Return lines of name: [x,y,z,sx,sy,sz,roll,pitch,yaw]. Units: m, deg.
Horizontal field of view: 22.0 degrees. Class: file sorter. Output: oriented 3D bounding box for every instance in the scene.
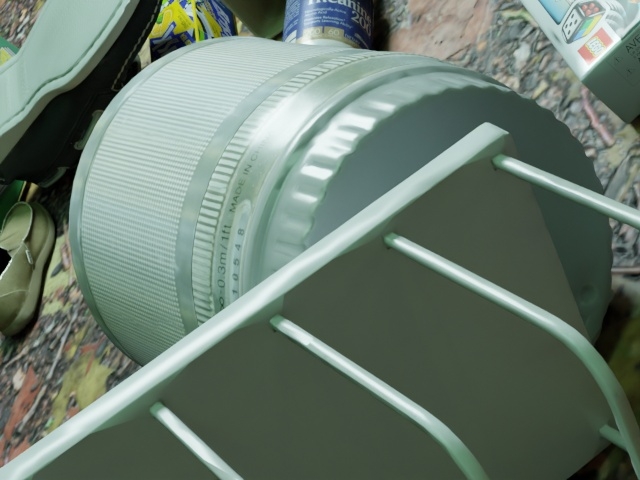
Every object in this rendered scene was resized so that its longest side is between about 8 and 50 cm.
file sorter: [0.045,0.121,0.699,0.277,0.193,0.173,-35,32,-15]

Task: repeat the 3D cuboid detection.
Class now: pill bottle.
pill bottle: [0.006,-0.159,1.219,0.067,0.067,0.120,-30,39,33]

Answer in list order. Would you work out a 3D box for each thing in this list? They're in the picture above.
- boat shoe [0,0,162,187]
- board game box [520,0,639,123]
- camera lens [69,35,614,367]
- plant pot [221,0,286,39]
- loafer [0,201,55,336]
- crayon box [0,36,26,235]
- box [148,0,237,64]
boat shoe: [-0.207,-0.144,1.419,0.302,0.091,0.114,-34,50,45]
board game box: [0.197,-0.223,1.041,0.193,0.053,0.305,-44,33,15]
camera lens: [0.000,0.000,0.928,0.274,0.219,0.219,16,73,57]
plant pot: [-0.034,-0.248,1.332,0.109,0.109,0.096,-30,25,33]
loafer: [-0.268,0.015,1.429,0.056,0.050,0.148,-36,36,26]
crayon box: [-0.424,0.006,1.595,0.313,0.106,0.363,-20,45,41]
box: [-0.105,-0.160,1.380,0.059,0.054,0.169,-40,33,22]
